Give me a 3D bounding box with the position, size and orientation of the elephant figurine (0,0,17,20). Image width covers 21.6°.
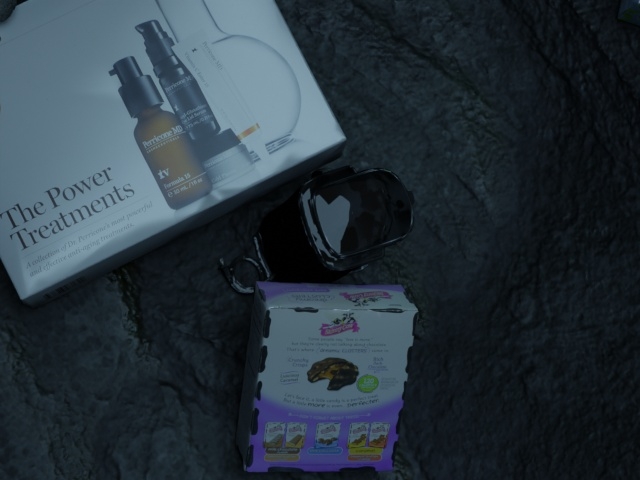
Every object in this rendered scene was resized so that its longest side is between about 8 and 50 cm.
[{"bbox_3d":[-0.293,-0.380,1.710,0.169,0.186,0.239,-27,86,-44],"label":"elephant figurine"}]

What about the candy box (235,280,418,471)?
[{"bbox_3d":[0.005,0.145,1.778,0.165,0.070,0.196,2,112,-14],"label":"candy box"}]

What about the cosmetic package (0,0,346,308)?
[{"bbox_3d":[-0.203,-0.139,1.766,0.377,0.097,0.284,-27,83,-5],"label":"cosmetic package"}]

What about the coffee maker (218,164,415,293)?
[{"bbox_3d":[0.000,0.000,1.794,0.171,0.178,0.120,-43,92,-18],"label":"coffee maker"}]

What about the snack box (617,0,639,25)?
[{"bbox_3d":[0.481,-0.327,2.038,0.207,0.070,0.174,17,76,-12],"label":"snack box"}]
